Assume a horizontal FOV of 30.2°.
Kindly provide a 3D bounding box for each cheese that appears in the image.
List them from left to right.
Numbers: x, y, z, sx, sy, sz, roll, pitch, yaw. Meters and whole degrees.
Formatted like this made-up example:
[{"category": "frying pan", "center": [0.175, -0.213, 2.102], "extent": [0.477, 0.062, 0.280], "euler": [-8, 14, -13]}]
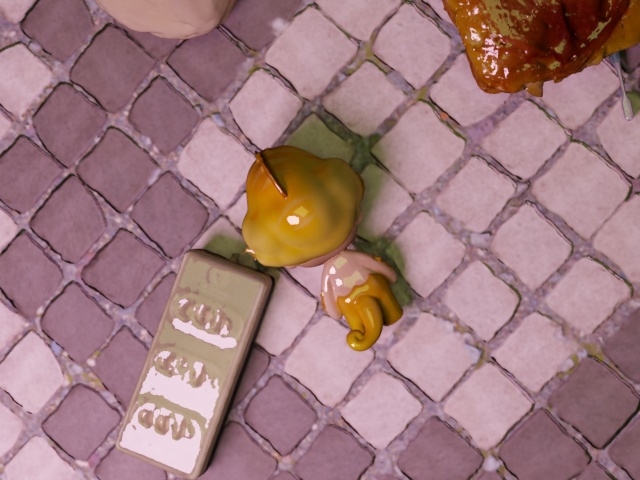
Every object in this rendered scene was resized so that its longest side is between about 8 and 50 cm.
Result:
[{"category": "cheese", "center": [-0.180, -0.339, 1.283], "extent": [0.173, 0.251, 0.248], "euler": [4, 105, 8]}]

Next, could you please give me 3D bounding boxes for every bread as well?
[{"category": "bread", "center": [0.319, -0.290, 1.257], "extent": [0.380, 0.109, 0.185], "euler": [-24, 85, 0]}]

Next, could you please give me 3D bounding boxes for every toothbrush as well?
[{"category": "toothbrush", "center": [0.324, -0.213, 1.312], "extent": [0.011, 0.014, 0.167], "euler": [-12, 86, 5]}]

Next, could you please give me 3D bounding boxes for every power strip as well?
[{"category": "power strip", "center": [-0.139, 0.133, 1.340], "extent": [0.105, 0.070, 0.257], "euler": [20, 91, 7]}]

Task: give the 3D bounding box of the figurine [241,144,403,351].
[{"category": "figurine", "center": [0.000, 0.000, 1.304], "extent": [0.156, 0.131, 0.246], "euler": [-37, 99, 3]}]
